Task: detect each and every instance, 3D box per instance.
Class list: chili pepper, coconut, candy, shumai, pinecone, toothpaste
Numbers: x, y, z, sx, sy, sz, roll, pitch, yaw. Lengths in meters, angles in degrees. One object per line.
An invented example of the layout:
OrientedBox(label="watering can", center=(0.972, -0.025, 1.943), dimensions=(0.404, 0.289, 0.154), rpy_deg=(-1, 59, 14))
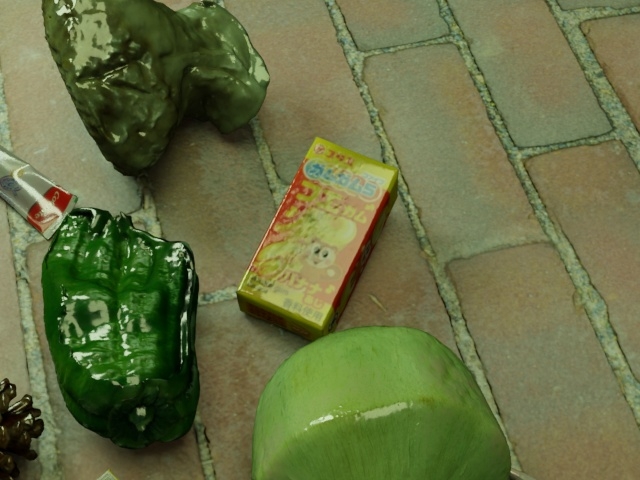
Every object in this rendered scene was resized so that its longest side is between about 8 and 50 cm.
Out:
OrientedBox(label="chili pepper", center=(-0.270, 0.115, 1.390), dimensions=(0.213, 0.167, 0.384), rpy_deg=(1, 43, -21))
OrientedBox(label="coconut", center=(0.071, 0.258, 1.242), dimensions=(0.329, 0.281, 0.328), rpy_deg=(24, 25, -12))
OrientedBox(label="candy", center=(0.000, 0.000, 1.493), dimensions=(0.146, 0.088, 0.276), rpy_deg=(24, 69, 12))
OrientedBox(label="shumai", center=(-0.247, -0.289, 1.561), dimensions=(0.289, 0.329, 0.292), rpy_deg=(-23, 17, -3))
OrientedBox(label="pinecone", center=(-0.449, 0.248, 1.288), dimensions=(0.195, 0.150, 0.179), rpy_deg=(-12, 58, -12))
OrientedBox(label="toothpaste", center=(-0.502, -0.117, 1.594), dimensions=(0.301, 0.048, 0.075), rpy_deg=(37, 57, 16))

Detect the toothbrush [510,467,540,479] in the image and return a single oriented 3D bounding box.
OrientedBox(label="toothbrush", center=(0.319, 0.340, 1.357), dimensions=(0.307, 0.029, 0.025), rpy_deg=(22, 58, 8))

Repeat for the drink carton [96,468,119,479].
OrientedBox(label="drink carton", center=(-0.308, 0.365, 1.267), dimensions=(0.056, 0.071, 0.166), rpy_deg=(38, 61, 24))
